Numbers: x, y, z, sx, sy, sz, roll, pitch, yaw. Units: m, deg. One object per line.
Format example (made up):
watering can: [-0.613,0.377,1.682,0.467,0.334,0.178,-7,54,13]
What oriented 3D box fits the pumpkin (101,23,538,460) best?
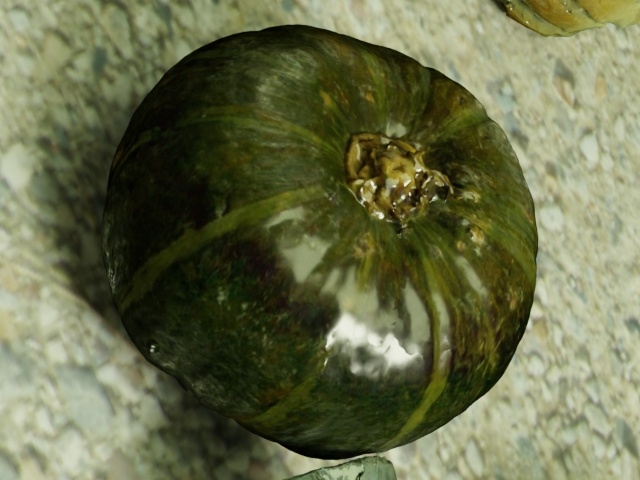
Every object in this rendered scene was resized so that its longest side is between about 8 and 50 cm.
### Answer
pumpkin: [0.000,0.000,0.921,0.224,0.157,0.223,20,51,-27]

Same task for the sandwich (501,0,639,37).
sandwich: [0.116,-0.276,1.184,0.273,0.095,0.249,32,60,-39]

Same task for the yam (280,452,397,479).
yam: [0.006,0.194,0.908,0.107,0.107,0.183,-17,93,-49]
